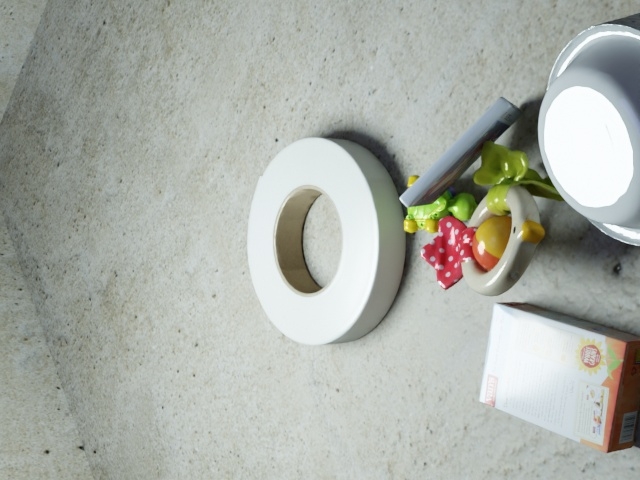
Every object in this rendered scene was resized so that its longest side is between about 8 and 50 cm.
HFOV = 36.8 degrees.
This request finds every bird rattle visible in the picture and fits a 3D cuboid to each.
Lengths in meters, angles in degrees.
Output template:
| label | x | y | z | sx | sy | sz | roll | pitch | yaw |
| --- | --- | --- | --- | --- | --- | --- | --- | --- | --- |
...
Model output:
| label | x | y | z | sx | sy | sz | roll | pitch | yaw |
| --- | --- | --- | --- | --- | --- | --- | --- | --- | --- |
| bird rattle | 0.244 | -0.010 | 1.399 | 0.253 | 0.143 | 0.207 | -52 | 24 | 27 |

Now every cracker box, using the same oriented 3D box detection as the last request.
| label | x | y | z | sx | sy | sz | roll | pitch | yaw |
| --- | --- | --- | --- | --- | --- | --- | --- | --- | --- |
| cracker box | 0.343 | 0.188 | 1.377 | 0.232 | 0.067 | 0.156 | 17 | 102 | 48 |

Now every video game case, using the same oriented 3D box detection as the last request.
| label | x | y | z | sx | sy | sz | roll | pitch | yaw |
| --- | --- | --- | --- | --- | --- | --- | --- | --- | --- |
| video game case | 0.210 | -0.126 | 1.412 | 0.201 | 0.183 | 0.023 | -45 | 80 | 15 |

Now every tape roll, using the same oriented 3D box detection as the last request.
| label | x | y | z | sx | sy | sz | roll | pitch | yaw |
| --- | --- | --- | --- | --- | --- | --- | --- | --- | --- |
| tape roll | 0.000 | 0.000 | 1.791 | 0.392 | 0.072 | 0.392 | 1 | 92 | 50 |

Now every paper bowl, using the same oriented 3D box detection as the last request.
| label | x | y | z | sx | sy | sz | roll | pitch | yaw |
| --- | --- | --- | --- | --- | --- | --- | --- | --- | --- |
| paper bowl | 0.384 | -0.131 | 1.197 | 0.284 | 0.148 | 0.284 | 45 | 145 | 45 |

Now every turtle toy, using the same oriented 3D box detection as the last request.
| label | x | y | z | sx | sy | sz | roll | pitch | yaw |
| --- | --- | --- | --- | --- | --- | --- | --- | --- | --- |
| turtle toy | 0.193 | -0.056 | 1.559 | 0.130 | 0.066 | 0.095 | 4 | 87 | 49 |
